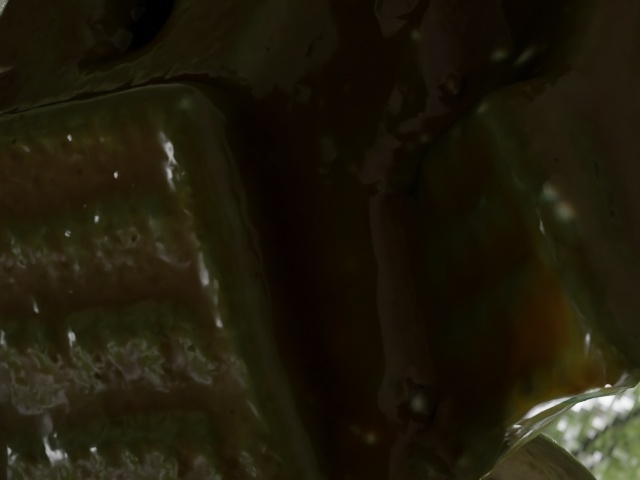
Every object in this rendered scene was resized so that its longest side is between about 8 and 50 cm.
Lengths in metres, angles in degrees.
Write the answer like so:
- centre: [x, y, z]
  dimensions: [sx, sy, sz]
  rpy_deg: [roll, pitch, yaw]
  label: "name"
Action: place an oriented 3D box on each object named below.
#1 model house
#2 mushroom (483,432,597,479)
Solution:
- centre: [0.006, -0.012, 0.549]
  dimensions: [0.173, 0.268, 0.239]
  rpy_deg: [46, -131, -39]
  label: "model house"
- centre: [0.070, 0.248, 1.280]
  dimensions: [0.292, 0.290, 0.292]
  rpy_deg: [-10, -120, 18]
  label: "mushroom"
